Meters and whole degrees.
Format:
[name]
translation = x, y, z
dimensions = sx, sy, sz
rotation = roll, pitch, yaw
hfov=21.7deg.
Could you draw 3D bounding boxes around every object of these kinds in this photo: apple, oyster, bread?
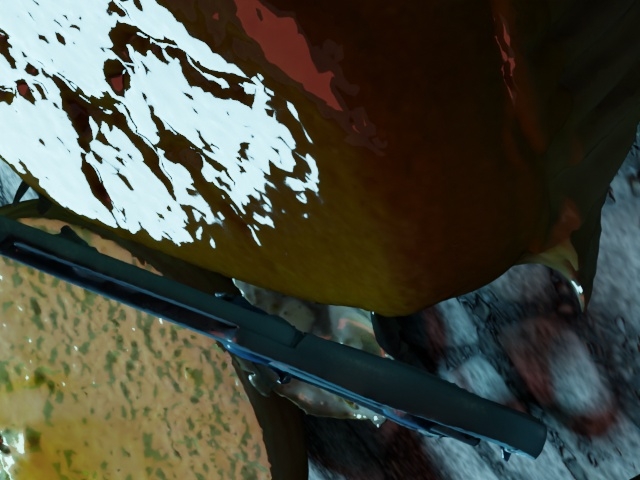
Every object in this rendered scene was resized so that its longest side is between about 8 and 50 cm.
[apple]
translation = -0.153, 0.109, 1.285
dimensions = 0.314, 0.252, 0.309
rotation = 11, 115, 67
[oyster]
translation = -0.002, -0.001, 1.034
dimensions = 0.128, 0.078, 0.345
rotation = 20, 142, 25
[bread]
translation = -0.052, -0.102, 0.711
dimensions = 0.388, 0.183, 0.236
rotation = 12, 126, 37

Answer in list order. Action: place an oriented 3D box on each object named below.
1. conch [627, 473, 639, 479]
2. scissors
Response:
[conch]
translation = 0.221, 0.167, 0.711
dimensions = 0.181, 0.124, 0.187
rotation = 53, -175, -20
[scissors]
translation = -0.034, 0.053, 0.926
dimensions = 0.393, 0.032, 0.180
rotation = 24, 170, -30
